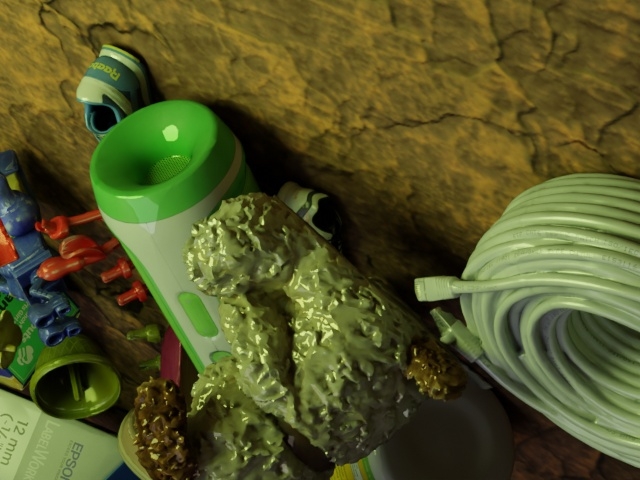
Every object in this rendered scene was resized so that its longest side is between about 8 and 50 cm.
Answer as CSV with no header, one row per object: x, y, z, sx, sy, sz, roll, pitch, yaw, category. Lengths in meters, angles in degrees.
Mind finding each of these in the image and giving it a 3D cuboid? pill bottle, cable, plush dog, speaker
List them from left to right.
-0.081,0.027,1.321,0.131,0.131,0.297,15,146,36,speaker
-0.020,0.128,1.201,0.210,0.225,0.262,45,-176,42,plush dog
0.058,0.201,1.431,0.136,0.136,0.245,40,152,-7,pill bottle
0.220,0.065,1.090,0.257,0.089,0.257,42,151,-13,cable

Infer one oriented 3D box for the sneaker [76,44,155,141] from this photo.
-0.162,-0.093,1.312,0.053,0.059,0.144,15,147,31,sneaker

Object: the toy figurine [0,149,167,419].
-0.261,0.000,1.545,0.217,0.191,0.362,58,171,28,toy figurine

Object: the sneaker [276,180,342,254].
0.000,0.000,1.292,0.043,0.040,0.109,11,144,36,sneaker

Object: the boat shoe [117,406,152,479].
-0.049,0.228,1.631,0.341,0.122,0.110,19,144,12,boat shoe

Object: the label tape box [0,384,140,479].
-0.307,0.249,1.827,0.347,0.115,0.249,23,172,4,label tape box

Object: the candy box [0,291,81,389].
-0.445,-0.001,1.681,0.268,0.122,0.317,9,147,47,candy box

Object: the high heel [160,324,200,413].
-0.094,0.233,1.454,0.127,0.377,0.181,-12,148,-2,high heel
